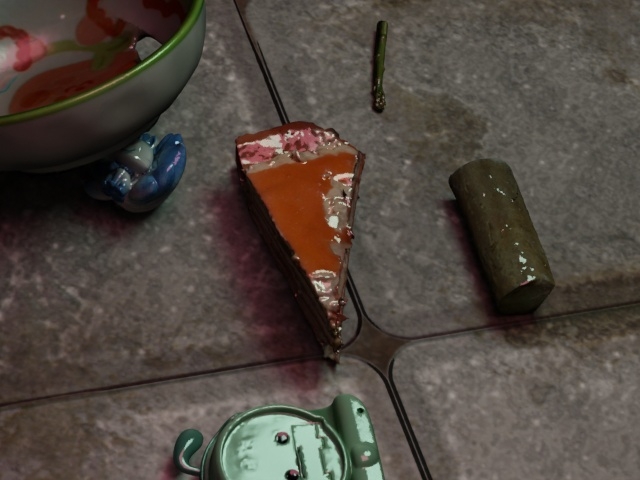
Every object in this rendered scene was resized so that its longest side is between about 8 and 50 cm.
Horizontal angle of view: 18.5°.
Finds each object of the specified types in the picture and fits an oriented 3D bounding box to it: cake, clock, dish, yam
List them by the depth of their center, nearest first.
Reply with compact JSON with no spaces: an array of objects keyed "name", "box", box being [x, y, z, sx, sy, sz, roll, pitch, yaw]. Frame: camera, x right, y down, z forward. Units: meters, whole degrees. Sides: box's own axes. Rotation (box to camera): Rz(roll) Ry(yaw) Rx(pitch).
[{"name":"clock","box":[-0.037,0.215,1.787,0.188,0.060,0.148,-4,53,-15]},{"name":"cake","box":[0.001,-0.004,1.949,0.135,0.098,0.287,-5,52,-17]},{"name":"dish","box":[-0.253,-0.154,1.968,0.324,0.124,0.324,-13,32,9]},{"name":"yam","box":[0.188,-0.005,2.014,0.068,0.068,0.169,-7,54,-18]}]

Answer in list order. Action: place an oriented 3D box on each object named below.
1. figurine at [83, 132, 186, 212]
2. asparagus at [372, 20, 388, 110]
[{"name":"figurine","box":[-0.176,-0.077,1.980,0.079,0.114,0.114,53,44,-27]},{"name":"asparagus","box":[0.066,-0.192,2.170,0.015,0.018,0.127,37,42,-36]}]
